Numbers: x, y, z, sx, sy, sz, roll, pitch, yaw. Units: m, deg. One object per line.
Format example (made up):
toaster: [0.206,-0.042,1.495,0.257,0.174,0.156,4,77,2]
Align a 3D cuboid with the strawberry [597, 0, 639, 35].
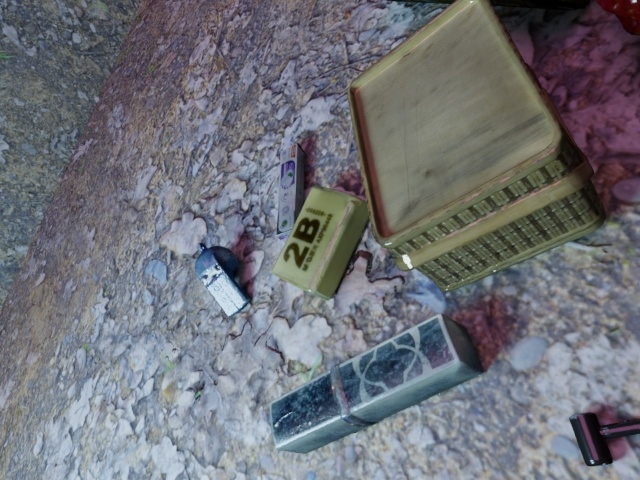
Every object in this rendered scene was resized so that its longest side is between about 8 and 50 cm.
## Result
strawberry: [0.403,-0.327,0.489,0.273,0.220,0.275,5,102,22]

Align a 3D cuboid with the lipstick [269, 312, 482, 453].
lipstick: [0.063,0.191,0.627,0.289,0.076,0.078,-33,47,23]

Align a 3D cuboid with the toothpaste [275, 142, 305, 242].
toothpaste: [-0.053,-0.091,0.913,0.047,0.040,0.197,-18,57,31]

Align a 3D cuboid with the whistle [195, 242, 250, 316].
whistle: [-0.190,0.066,0.941,0.090,0.090,0.158,-40,85,20]

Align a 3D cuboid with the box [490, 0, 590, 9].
box: [0.226,-0.552,0.705,0.420,0.138,0.374,35,126,47]

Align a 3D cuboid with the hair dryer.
hair dryer: [0.288,0.183,0.461,0.083,0.026,0.047,-23,56,24]

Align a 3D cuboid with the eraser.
eraser: [0.000,0.000,0.801,0.117,0.058,0.172,20,83,46]

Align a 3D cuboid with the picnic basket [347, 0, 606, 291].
picnic basket: [0.181,-0.112,0.612,0.227,0.175,0.313,-30,46,29]
